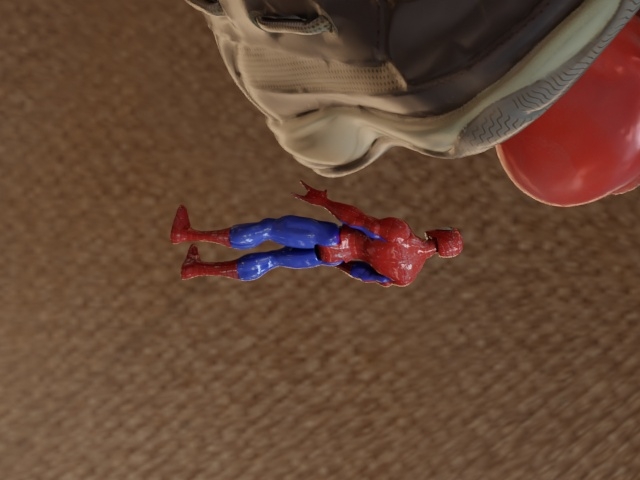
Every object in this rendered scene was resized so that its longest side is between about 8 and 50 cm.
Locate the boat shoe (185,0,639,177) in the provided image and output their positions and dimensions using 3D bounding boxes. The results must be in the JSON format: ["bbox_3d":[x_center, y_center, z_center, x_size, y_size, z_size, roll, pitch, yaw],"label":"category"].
[{"bbox_3d":[0.025,-0.110,0.694,0.130,0.355,0.132,39,70,-12],"label":"boat shoe"}]

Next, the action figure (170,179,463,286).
[{"bbox_3d":[0.000,0.000,0.772,0.115,0.030,0.038,3,132,14],"label":"action figure"}]

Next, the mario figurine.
[{"bbox_3d":[0.215,-0.141,1.169,0.170,0.198,0.320,44,69,-17],"label":"mario figurine"}]
